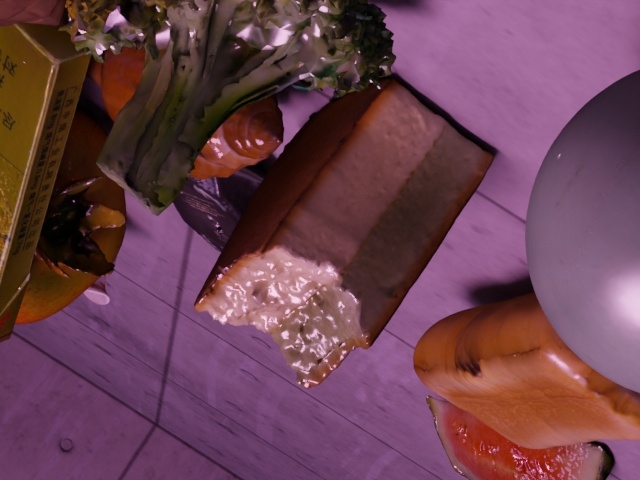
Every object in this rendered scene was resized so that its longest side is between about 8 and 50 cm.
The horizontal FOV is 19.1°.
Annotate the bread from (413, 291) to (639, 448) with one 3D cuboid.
[{"bbox_3d":[0.173,0.093,1.421,0.142,0.091,0.305,29,166,-10],"label":"bread"}]

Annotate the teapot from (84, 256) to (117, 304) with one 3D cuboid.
[{"bbox_3d":[-0.296,-0.022,2.004,0.245,0.116,0.159,20,173,34],"label":"teapot"}]

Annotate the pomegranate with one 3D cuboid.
[{"bbox_3d":[-0.271,-0.028,1.713,0.256,0.221,0.221,24,163,46],"label":"pomegranate"}]

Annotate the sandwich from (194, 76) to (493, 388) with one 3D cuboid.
[{"bbox_3d":[0.000,0.000,1.305,0.108,0.186,0.220,38,165,-10],"label":"sandwich"}]

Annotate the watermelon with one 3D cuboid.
[{"bbox_3d":[0.194,0.206,1.828,0.245,0.063,0.119,14,143,53],"label":"watermelon"}]

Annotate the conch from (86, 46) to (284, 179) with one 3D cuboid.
[{"bbox_3d":[-0.124,-0.103,1.407,0.330,0.093,0.109,16,159,49],"label":"conch"}]

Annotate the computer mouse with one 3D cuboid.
[{"bbox_3d":[-0.076,-0.043,1.567,0.105,0.062,0.192,23,157,36],"label":"computer mouse"}]

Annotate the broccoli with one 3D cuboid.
[{"bbox_3d":[-0.067,-0.108,1.075,0.194,0.194,0.219,26,173,24],"label":"broccoli"}]

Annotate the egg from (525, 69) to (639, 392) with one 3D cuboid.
[{"bbox_3d":[0.185,-0.004,0.935,0.168,0.168,0.231,33,171,0],"label":"egg"}]

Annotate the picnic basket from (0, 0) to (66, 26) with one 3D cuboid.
[{"bbox_3d":[-0.227,-0.181,1.030,0.178,0.138,0.128,-3,151,-16],"label":"picnic basket"}]

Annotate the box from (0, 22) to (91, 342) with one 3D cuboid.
[{"bbox_3d":[-0.285,-0.076,1.531,0.173,0.043,0.311,41,132,23],"label":"box"}]
